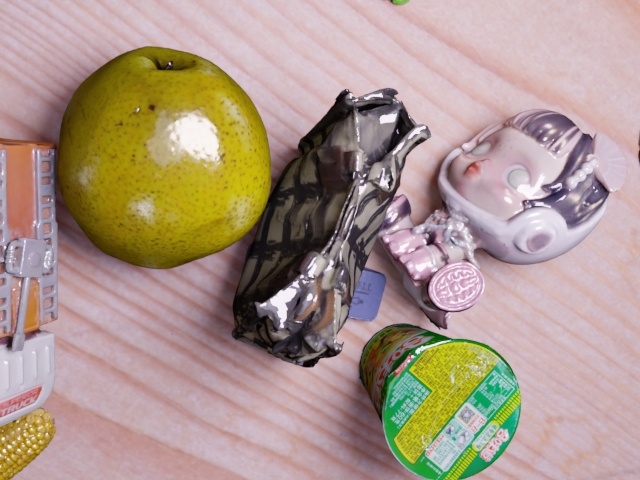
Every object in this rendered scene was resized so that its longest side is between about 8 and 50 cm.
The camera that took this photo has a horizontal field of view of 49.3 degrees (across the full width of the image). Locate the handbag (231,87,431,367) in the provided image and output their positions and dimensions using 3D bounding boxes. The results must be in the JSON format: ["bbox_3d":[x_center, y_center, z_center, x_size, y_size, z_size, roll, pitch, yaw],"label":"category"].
[{"bbox_3d":[0.000,0.000,0.917,0.162,0.327,0.325,22,78,-8],"label":"handbag"}]

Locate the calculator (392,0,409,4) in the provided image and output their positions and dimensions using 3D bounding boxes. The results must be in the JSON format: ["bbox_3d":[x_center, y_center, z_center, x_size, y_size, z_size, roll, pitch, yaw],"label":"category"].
[{"bbox_3d":[0.162,-0.468,1.068,0.146,0.032,0.235,31,89,-14],"label":"calculator"}]

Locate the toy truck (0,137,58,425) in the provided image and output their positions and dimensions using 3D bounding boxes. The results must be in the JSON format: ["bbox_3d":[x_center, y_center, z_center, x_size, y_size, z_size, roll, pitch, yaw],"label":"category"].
[{"bbox_3d":[-0.443,0.054,0.894,0.206,0.173,0.388,7,100,23],"label":"toy truck"}]

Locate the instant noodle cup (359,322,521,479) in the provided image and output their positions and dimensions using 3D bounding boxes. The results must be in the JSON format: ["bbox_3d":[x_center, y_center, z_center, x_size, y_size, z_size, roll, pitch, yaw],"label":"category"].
[{"bbox_3d":[0.157,0.217,1.061,0.207,0.232,0.207,-2,98,-11],"label":"instant noodle cup"}]

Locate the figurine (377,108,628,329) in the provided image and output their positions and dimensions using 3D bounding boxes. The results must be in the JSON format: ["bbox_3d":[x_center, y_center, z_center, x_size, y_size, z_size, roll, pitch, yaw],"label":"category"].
[{"bbox_3d":[0.259,-0.045,1.065,0.361,0.253,0.211,-40,148,3],"label":"figurine"}]

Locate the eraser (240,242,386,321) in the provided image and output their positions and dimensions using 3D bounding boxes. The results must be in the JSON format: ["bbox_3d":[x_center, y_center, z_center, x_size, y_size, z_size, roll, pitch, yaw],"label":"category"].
[{"bbox_3d":[-0.011,0.066,1.103,0.225,0.036,0.082,14,96,-14],"label":"eraser"}]

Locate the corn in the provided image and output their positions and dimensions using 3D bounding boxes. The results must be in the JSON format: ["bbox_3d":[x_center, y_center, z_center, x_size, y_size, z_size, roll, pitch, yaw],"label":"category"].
[{"bbox_3d":[-0.510,0.335,1.002,0.293,0.106,0.106,-40,104,-8],"label":"corn"}]

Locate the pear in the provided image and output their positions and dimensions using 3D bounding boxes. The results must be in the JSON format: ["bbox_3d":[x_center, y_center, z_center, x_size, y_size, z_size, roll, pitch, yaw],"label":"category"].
[{"bbox_3d":[-0.203,-0.110,0.915,0.294,0.294,0.294,-2,98,-12],"label":"pear"}]
